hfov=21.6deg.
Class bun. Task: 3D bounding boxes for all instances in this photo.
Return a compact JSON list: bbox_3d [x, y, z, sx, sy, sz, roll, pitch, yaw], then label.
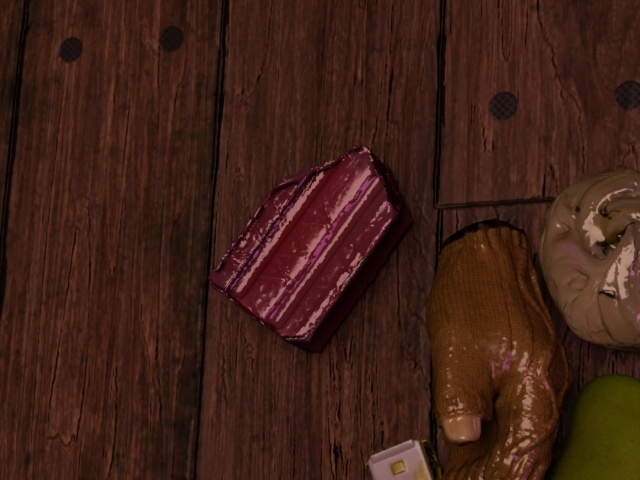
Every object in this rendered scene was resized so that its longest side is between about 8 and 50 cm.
[{"bbox_3d":[0.351,0.021,1.878,0.237,0.116,0.210,16,82,26],"label":"bun"}]

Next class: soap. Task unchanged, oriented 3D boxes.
[{"bbox_3d":[0.000,0.000,2.037,0.162,0.099,0.250,37,91,27],"label":"soap"}]

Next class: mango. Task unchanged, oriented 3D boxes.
[{"bbox_3d":[0.314,0.285,1.810,0.175,0.143,0.293,2,65,29],"label":"mango"}]

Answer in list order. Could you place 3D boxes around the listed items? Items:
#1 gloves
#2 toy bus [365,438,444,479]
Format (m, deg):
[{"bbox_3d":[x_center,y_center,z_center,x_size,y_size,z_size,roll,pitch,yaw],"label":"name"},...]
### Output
[{"bbox_3d":[0.197,0.150,1.857,0.155,0.203,0.356,-2,68,18],"label":"gloves"},{"bbox_3d":[0.122,0.341,1.903,0.081,0.074,0.226,-23,69,15],"label":"toy bus"}]
